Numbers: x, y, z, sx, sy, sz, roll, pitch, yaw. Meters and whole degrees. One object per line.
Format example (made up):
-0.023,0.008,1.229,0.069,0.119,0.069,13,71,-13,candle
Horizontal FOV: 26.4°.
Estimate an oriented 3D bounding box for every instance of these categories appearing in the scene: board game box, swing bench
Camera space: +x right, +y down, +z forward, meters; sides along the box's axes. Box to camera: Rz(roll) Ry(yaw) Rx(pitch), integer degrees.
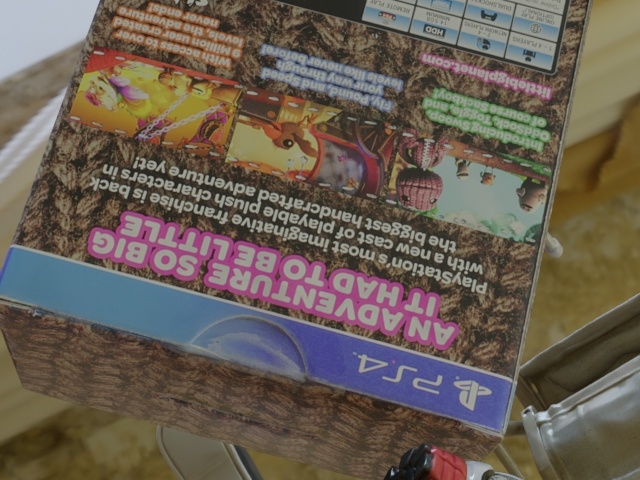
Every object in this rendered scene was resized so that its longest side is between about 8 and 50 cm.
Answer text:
-0.004,-0.047,0.699,0.141,0.232,0.291,104,1,-67,board game box
0.324,0.172,1.453,0.165,0.253,0.254,56,19,1,swing bench

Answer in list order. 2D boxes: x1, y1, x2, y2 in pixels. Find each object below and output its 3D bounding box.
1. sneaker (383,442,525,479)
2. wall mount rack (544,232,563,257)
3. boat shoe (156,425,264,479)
0.055,0.194,0.509,0.088,0.092,0.225,137,-33,-70,sneaker
0.133,0.042,1.434,0.304,0.350,0.130,30,-6,-25,wall mount rack
-0.085,0.338,1.588,0.335,0.112,0.095,61,3,24,boat shoe
